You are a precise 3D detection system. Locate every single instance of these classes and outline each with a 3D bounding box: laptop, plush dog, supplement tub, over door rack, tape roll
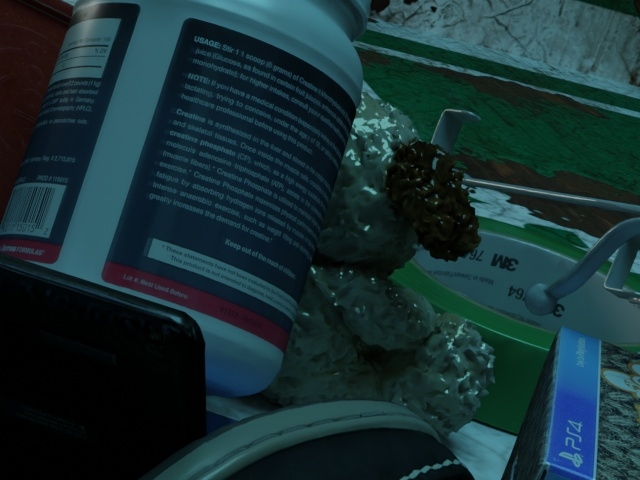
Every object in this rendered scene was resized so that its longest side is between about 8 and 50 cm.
[{"bbox_3d":[-0.192,0.033,0.768,0.382,0.408,0.236,17,50,11],"label":"laptop"},{"bbox_3d":[0.000,0.000,1.071,0.210,0.225,0.262,0,25,-43],"label":"plush dog"},{"bbox_3d":[-0.083,-0.054,0.935,0.191,0.272,0.191,16,-11,3],"label":"supplement tub"},{"bbox_3d":[0.228,0.037,1.067,0.239,0.108,0.324,31,3,-31],"label":"over door rack"},{"bbox_3d":[0.170,0.067,1.279,0.321,0.077,0.321,15,18,-5],"label":"tape roll"}]

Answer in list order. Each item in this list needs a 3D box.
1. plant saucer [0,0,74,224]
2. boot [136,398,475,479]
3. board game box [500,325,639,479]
[{"bbox_3d":[-0.207,-0.077,1.026,0.047,0.258,0.259,-21,-29,36],"label":"plant saucer"},{"bbox_3d":[0.011,0.198,0.464,0.284,0.138,0.377,28,27,29],"label":"boot"},{"bbox_3d":[0.247,0.193,0.867,0.291,0.141,0.232,19,18,5],"label":"board game box"}]
